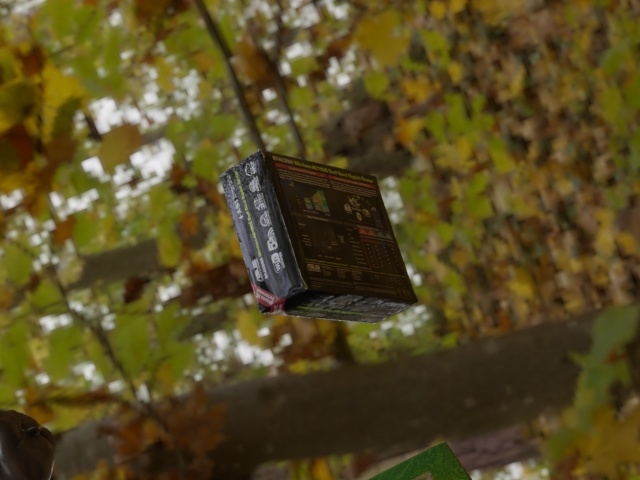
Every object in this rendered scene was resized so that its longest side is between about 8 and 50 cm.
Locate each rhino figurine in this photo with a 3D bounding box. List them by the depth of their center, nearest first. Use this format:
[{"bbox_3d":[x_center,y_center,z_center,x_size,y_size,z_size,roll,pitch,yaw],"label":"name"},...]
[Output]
[{"bbox_3d":[-0.285,0.203,1.051,0.106,0.243,0.073,38,-170,-49],"label":"rhino figurine"}]

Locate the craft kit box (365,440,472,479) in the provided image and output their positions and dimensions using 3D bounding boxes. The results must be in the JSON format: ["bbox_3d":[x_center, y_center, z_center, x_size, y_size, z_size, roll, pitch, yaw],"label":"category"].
[{"bbox_3d":[-0.043,0.254,1.028,0.250,0.246,0.061,-19,-109,-41],"label":"craft kit box"}]

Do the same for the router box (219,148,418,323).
[{"bbox_3d":[0.000,0.000,0.914,0.122,0.038,0.092,10,-123,-52],"label":"router box"}]
